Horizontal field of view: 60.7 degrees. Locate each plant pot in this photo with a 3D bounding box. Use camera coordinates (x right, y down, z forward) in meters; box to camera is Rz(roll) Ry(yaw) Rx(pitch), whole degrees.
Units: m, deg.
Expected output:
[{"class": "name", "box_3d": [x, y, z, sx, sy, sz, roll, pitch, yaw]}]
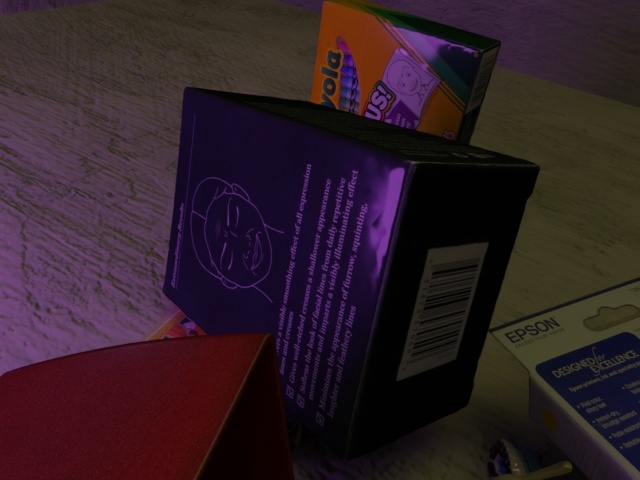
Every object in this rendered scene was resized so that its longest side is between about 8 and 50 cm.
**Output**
[{"class": "plant pot", "box_3d": [-0.174, 0.239, 0.417, 0.235, 0.267, 0.267, 5, 33, 14]}]

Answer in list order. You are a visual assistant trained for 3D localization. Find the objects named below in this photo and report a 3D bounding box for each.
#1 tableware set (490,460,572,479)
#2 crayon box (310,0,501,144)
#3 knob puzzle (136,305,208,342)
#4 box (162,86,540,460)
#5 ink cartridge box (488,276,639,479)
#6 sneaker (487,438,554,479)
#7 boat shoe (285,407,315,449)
[{"class": "tableware set", "box_3d": [0.175, 0.304, 0.527, 0.194, 0.039, 0.128, -20, 50, 8]}, {"class": "crayon box", "box_3d": [0.132, -0.239, 1.057, 0.313, 0.363, 0.106, 27, 39, 23]}, {"class": "knob puzzle", "box_3d": [-0.141, 0.146, 0.735, 0.213, 0.030, 0.213, 7, 35, -5]}, {"class": "box", "box_3d": [0.000, 0.000, 0.661, 0.211, 0.294, 0.395, -6, 25, -41]}, {"class": "ink cartridge box", "box_3d": [0.386, 0.169, 0.567, 0.303, 0.072, 0.307, -13, 34, -19]}, {"class": "sneaker", "box_3d": [0.244, 0.291, 0.597, 0.073, 0.063, 0.162, 9, 35, -9]}, {"class": "boat shoe", "box_3d": [-0.041, 0.203, 0.634, 0.223, 0.080, 0.073, -9, 34, -32]}]
